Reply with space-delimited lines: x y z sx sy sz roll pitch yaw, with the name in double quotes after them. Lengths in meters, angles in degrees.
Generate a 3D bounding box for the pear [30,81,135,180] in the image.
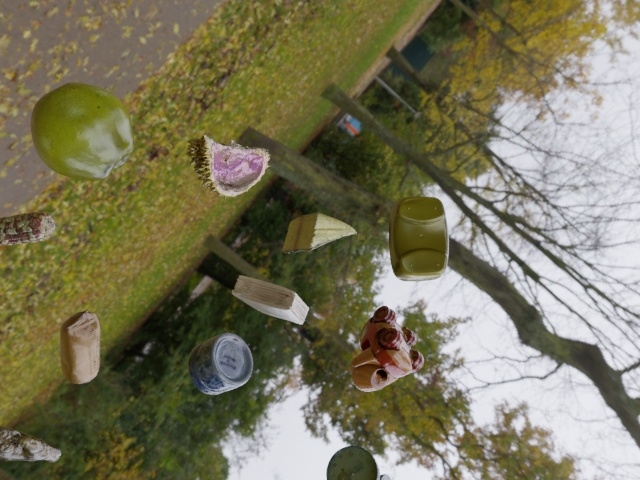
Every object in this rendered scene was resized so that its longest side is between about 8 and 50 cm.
-0.480 -0.219 1.083 0.198 0.198 0.198 -49 -175 6 "pear"

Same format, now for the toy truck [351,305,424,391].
0.207 0.388 1.855 0.239 0.189 0.265 -36 -154 16 "toy truck"

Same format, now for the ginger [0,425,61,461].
-0.796 0.498 1.315 0.166 0.333 0.080 -29 -140 46 "ginger"

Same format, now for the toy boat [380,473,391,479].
0.068 0.632 1.245 0.111 0.293 0.276 -96 178 -49 "toy boat"

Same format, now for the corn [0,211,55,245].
-0.788 -0.026 1.344 0.236 0.080 0.079 -5 -168 5 "corn"

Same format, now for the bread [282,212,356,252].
0.000 0.000 1.807 0.240 0.178 0.136 -9 -115 62 "bread"

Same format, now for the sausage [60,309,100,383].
-0.709 0.301 1.580 0.112 0.112 0.328 -56 169 -51 "sausage"

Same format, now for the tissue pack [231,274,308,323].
-0.135 0.176 1.554 0.325 0.170 0.071 71 37 -74 "tissue pack"

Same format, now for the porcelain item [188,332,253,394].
-0.268 0.331 1.427 0.114 0.147 0.147 -28 -165 31 "porcelain item"

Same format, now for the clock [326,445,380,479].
0.050 0.359 0.821 0.085 0.085 0.017 -51 147 -23 "clock"

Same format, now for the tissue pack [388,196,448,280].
0.208 -0.002 1.145 0.127 0.123 0.178 70 18 -83 "tissue pack"

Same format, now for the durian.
-0.209 -0.175 1.186 0.132 0.165 0.182 -27 -165 29 "durian"
